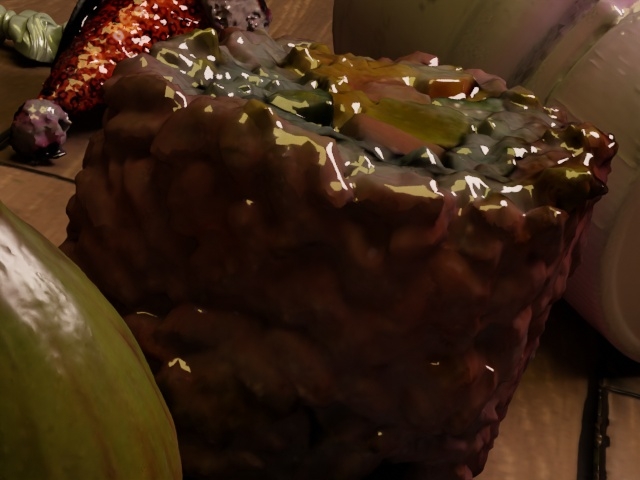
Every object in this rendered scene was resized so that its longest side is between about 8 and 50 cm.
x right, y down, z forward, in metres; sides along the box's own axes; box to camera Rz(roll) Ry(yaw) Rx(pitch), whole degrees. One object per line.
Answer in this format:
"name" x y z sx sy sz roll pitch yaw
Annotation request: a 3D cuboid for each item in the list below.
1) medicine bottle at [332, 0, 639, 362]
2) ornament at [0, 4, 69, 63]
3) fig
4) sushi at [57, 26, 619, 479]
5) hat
"medicine bottle" 0.166 -0.090 0.955 0.241 0.241 0.302 0 33 -29
"ornament" -0.199 -0.151 1.191 0.092 0.041 0.068 -1 17 -9
"fig" -0.100 0.019 0.500 0.151 0.259 0.151 13 29 -7
"sushi" 0.000 0.000 0.733 0.237 0.170 0.270 16 19 10
"hat" -0.135 -0.118 1.063 0.129 0.140 0.227 52 47 -10
